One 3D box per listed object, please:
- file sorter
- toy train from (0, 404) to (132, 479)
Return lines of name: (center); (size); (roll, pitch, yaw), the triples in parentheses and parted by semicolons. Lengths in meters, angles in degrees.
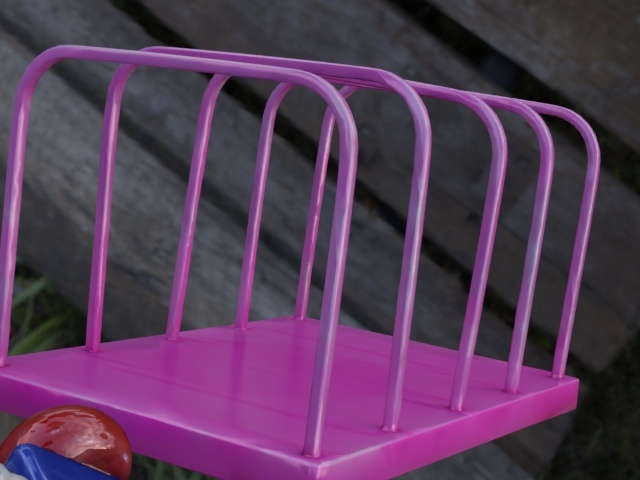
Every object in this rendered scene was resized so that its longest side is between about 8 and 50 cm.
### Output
file sorter: (0.000, 0.000, 0.692); (0.202, 0.182, 0.291); (11, 7, 31)
toy train: (-0.090, 0.125, 0.359); (0.248, 0.143, 0.105); (35, 9, -45)
